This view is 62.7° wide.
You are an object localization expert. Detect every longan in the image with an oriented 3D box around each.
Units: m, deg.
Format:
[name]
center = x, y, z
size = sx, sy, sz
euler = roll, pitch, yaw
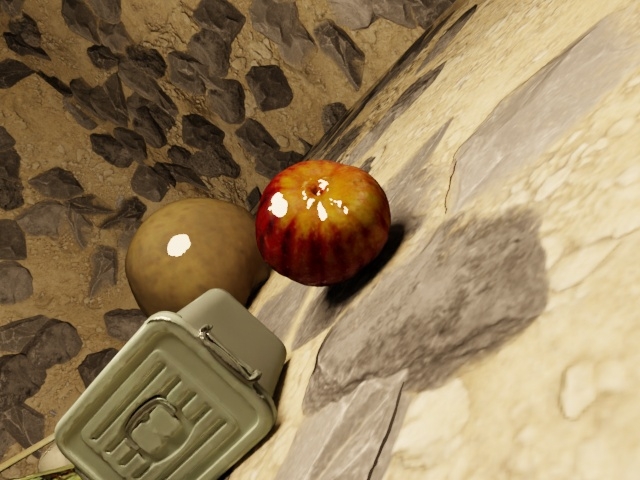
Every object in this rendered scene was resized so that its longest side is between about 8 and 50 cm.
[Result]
[longan]
center = -0.250, 0.047, 1.086
size = 0.297, 0.297, 0.297
euler = -47, 11, 12

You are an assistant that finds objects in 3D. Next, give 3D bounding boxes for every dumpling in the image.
[dumpling]
center = -0.686, 0.591, 1.413
size = 0.127, 0.108, 0.188
euler = 43, -111, -78

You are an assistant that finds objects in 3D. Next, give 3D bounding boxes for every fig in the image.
[fig]
center = -0.011, -0.006, 0.629
size = 0.202, 0.149, 0.148
euler = -56, 21, 33

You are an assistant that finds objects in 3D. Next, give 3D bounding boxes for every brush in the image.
[brush]
center = -0.558, 0.414, 1.106
size = 0.336, 0.020, 0.085
euler = -29, -8, -16

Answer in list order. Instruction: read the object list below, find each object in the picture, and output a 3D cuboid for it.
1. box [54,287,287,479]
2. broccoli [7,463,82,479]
[box]
center = -0.151, 0.172, 0.582
size = 0.243, 0.163, 0.135
euler = -47, 2, 20
[broccoli]
center = -0.574, 0.561, 1.044
size = 0.242, 0.272, 0.181
euler = -23, 72, 47
